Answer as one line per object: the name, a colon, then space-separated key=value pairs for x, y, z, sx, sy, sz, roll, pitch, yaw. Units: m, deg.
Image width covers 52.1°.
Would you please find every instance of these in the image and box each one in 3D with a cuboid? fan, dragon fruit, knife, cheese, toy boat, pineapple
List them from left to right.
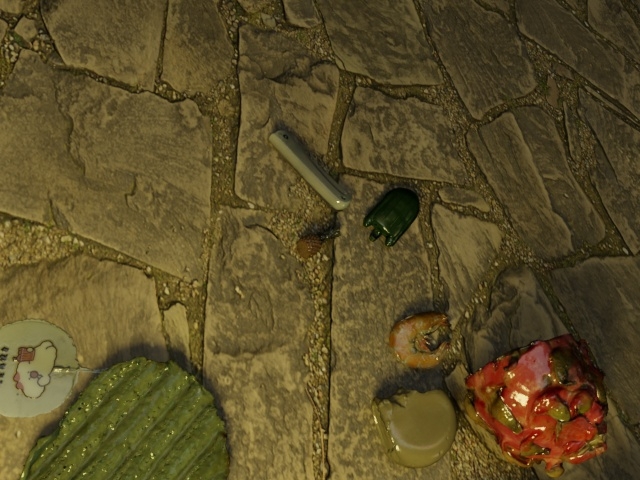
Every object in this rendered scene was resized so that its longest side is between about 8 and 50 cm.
fan: x=-0.485 y=0.245 z=1.251 sx=0.329 sy=0.009 sz=0.190 roll=8 pitch=61 yaw=-19
knife: x=-0.023 y=-0.180 z=1.664 sx=0.265 sy=0.040 sz=0.073 roll=45 pitch=45 yaw=4
pineapple: x=0.000 y=0.000 z=1.573 sx=0.124 sy=0.058 sz=0.058 roll=-25 pitch=76 yaw=-39
toy boat: x=0.191 y=-0.069 z=1.689 sx=0.104 sy=0.052 sz=0.210 roll=40 pitch=54 yaw=3
cheese: x=0.214 y=0.398 z=1.427 sx=0.202 sy=0.091 sz=0.175 roll=-14 pitch=70 yaw=-31
dragon fruit: x=0.479 y=0.375 z=1.425 sx=0.314 sy=0.296 sz=0.263 roll=-4 pitch=61 yaw=-40

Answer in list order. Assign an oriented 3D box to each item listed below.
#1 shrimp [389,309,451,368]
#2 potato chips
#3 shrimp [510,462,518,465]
shrimp: x=0.247 y=0.235 z=1.559 sx=0.187 sy=0.052 sz=0.132 roll=-22 pitch=86 yaw=-24
potato chips: x=-0.333 y=0.427 z=1.186 sx=0.358 sy=0.070 sz=0.429 roll=37 pitch=55 yaw=1
shrimp: x=0.473 y=0.490 z=1.533 sx=0.108 sy=0.023 sz=0.059 roll=-14 pitch=80 yaw=-29
